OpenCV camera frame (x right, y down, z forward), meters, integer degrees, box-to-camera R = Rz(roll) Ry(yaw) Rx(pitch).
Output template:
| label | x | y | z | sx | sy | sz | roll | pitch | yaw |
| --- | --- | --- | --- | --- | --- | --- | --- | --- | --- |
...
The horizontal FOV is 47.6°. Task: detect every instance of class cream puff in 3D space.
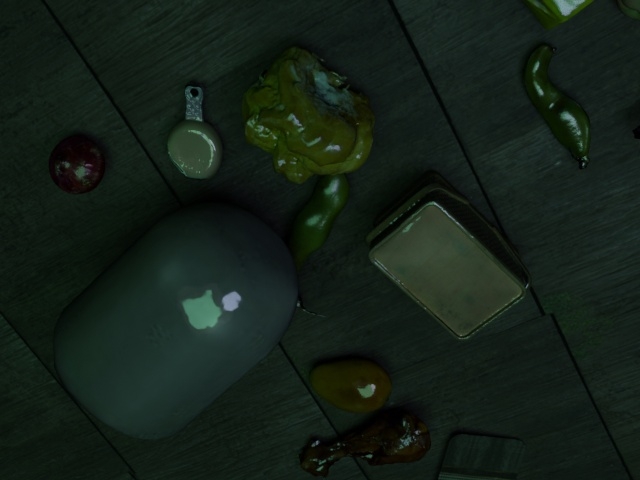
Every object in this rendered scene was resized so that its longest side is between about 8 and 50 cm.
| label | x | y | z | sx | sy | sz | roll | pitch | yaw |
| --- | --- | --- | --- | --- | --- | --- | --- | --- | --- |
| cream puff | -0.028 | -0.181 | 1.176 | 0.221 | 0.194 | 0.194 | 38 | 115 | -6 |

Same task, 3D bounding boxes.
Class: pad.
| label | x | y | z | sx | sy | sz | roll | pitch | yaw |
| --- | --- | --- | --- | --- | --- | --- | --- | --- | --- |
| pad | 0.254 | 0.514 | 1.511 | 0.323 | 0.055 | 0.250 | -2 | 119 | -20 |

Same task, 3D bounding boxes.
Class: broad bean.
| label | x | y | z | sx | sy | sz | roll | pitch | yaw |
| --- | --- | --- | --- | --- | --- | --- | --- | --- | --- |
| broad bean | 0.384 | -0.210 | 1.165 | 0.070 | 0.048 | 0.213 | -24 | 107 | 19 |
| broad bean | -0.011 | -0.002 | 1.326 | 0.098 | 0.056 | 0.318 | 9 | 122 | -3 |

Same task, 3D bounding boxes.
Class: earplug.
| label | x | y | z | sx | sy | sz | roll | pitch | yaw |
| --- | --- | --- | --- | --- | --- | --- | --- | --- | --- |
| earplug | -0.231 | 0.118 | 1.273 | 0.312 | 0.312 | 0.394 | 43 | 113 | -13 |

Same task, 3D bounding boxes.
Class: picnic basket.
| label | x | y | z | sx | sy | sz | roll | pitch | yaw |
| --- | --- | --- | --- | --- | --- | --- | --- | --- | --- |
| picnic basket | 0.221 | 0.026 | 1.254 | 0.267 | 0.139 | 0.165 | 42 | 115 | -12 |

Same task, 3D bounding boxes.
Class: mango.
| label | x | y | z | sx | sy | sz | roll | pitch | yaw |
| --- | --- | --- | --- | --- | --- | --- | --- | --- | --- |
| mango | 0.061 | 0.288 | 1.439 | 0.163 | 0.089 | 0.111 | -10 | 103 | 24 |

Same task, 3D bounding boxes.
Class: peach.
| label | x | y | z | sx | sy | sz | roll | pitch | yaw |
| --- | --- | --- | --- | --- | --- | --- | --- | --- | --- |
| peach | 0.477 | -0.364 | 1.060 | 0.083 | 0.083 | 0.083 | 3 | 116 | 7 |

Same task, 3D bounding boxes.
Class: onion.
| label | x | y | z | sx | sy | sz | roll | pitch | yaw |
| --- | --- | --- | --- | --- | --- | --- | --- | --- | --- |
| onion | -0.439 | -0.134 | 1.301 | 0.107 | 0.097 | 0.107 | 3 | 98 | 19 |

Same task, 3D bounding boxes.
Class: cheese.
| label | x | y | z | sx | sy | sz | roll | pitch | yaw |
| --- | --- | --- | --- | --- | --- | --- | --- | --- | --- |
| cheese | -0.225 | -0.186 | 1.267 | 0.092 | 0.047 | 0.171 | -11 | 114 | 11 |

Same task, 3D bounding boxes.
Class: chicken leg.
| label | x | y | z | sx | sy | sz | roll | pitch | yaw |
| --- | --- | --- | --- | --- | --- | --- | --- | --- | --- |
| chicken leg | 0.087 | 0.423 | 1.508 | 0.304 | 0.093 | 0.113 | -20 | 94 | 26 |

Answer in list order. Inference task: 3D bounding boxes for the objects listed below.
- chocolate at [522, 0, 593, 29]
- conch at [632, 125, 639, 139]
| label | x | y | z | sx | sy | sz | roll | pitch | yaw |
| --- | --- | --- | --- | --- | --- | --- | --- | --- | --- |
| chocolate | 0.357 | -0.484 | 0.984 | 0.301 | 0.137 | 0.289 | -37 | 105 | 22 |
| conch | 0.631 | -0.208 | 1.068 | 0.313 | 0.186 | 0.240 | -26 | 83 | 38 |
